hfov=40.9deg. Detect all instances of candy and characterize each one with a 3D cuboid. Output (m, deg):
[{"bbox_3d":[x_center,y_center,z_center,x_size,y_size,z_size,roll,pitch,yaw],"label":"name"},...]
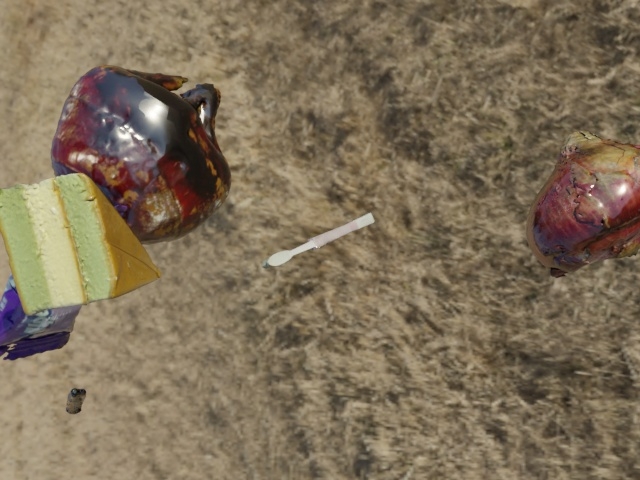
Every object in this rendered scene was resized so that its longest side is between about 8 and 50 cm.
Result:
[{"bbox_3d":[-0.364,0.062,1.163,0.070,0.145,0.275,48,123,26],"label":"candy"}]

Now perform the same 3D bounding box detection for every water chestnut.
[{"bbox_3d":[-0.271,-0.138,1.338,0.244,0.289,0.289,-48,44,23],"label":"water chestnut"}]

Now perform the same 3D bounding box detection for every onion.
[{"bbox_3d":[0.302,-0.047,0.940,0.184,0.184,0.147,-40,63,42],"label":"onion"}]

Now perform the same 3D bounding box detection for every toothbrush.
[{"bbox_3d":[0.002,-0.001,0.970,0.017,0.194,0.014,-22,91,43],"label":"toothbrush"}]

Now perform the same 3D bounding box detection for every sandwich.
[{"bbox_3d":[-0.271,-0.003,0.988,0.187,0.117,0.144,-47,-52,-82],"label":"sandwich"}]

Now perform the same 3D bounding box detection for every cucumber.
[{"bbox_3d":[-0.477,0.307,1.672,0.034,0.033,0.135,68,152,22],"label":"cucumber"}]
